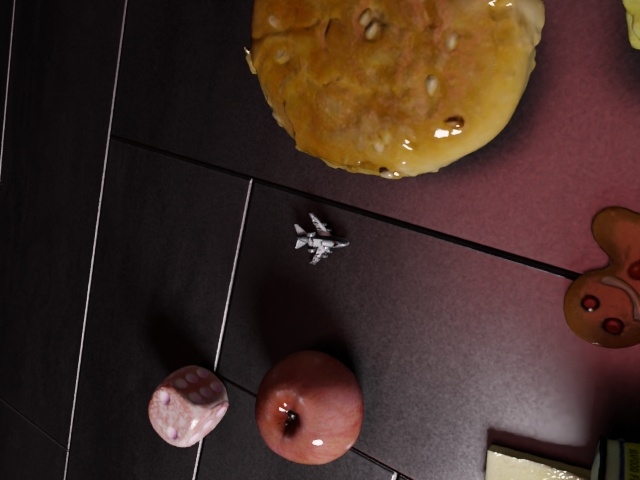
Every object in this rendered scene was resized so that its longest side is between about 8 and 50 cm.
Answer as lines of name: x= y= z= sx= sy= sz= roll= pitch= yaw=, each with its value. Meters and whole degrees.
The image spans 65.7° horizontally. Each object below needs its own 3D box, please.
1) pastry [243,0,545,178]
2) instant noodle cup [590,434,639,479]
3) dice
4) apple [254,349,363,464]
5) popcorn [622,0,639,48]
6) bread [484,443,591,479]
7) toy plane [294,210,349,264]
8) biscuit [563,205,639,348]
pastry: x=0.077 y=-0.216 z=0.544 sx=0.315 sy=0.184 sz=0.284 roll=20 pitch=115 yaw=25
instant noodle cup: x=0.376 y=0.291 z=0.378 sx=0.312 sy=0.284 sz=0.284 roll=7 pitch=98 yaw=30
dice: x=-0.212 y=0.266 z=0.801 sx=0.094 sy=0.093 sz=0.091 roll=36 pitch=110 yaw=20
apple: x=-0.018 y=0.226 z=0.674 sx=0.153 sy=0.120 sz=0.153 roll=2 pitch=95 yaw=29
popcorn: x=0.367 y=-0.217 z=0.353 sx=0.293 sy=0.293 sz=0.237 roll=-65 pitch=29 yaw=18
bread: x=0.268 y=0.290 z=0.574 sx=0.153 sy=0.028 sz=0.068 roll=5 pitch=96 yaw=29
toy plane: x=0.000 y=0.000 z=0.695 sx=0.083 sy=0.031 sz=0.079 roll=11 pitch=115 yaw=30
biscuit: x=0.356 y=0.020 z=0.496 sx=0.250 sy=0.036 sz=0.165 roll=-47 pitch=72 yaw=24
